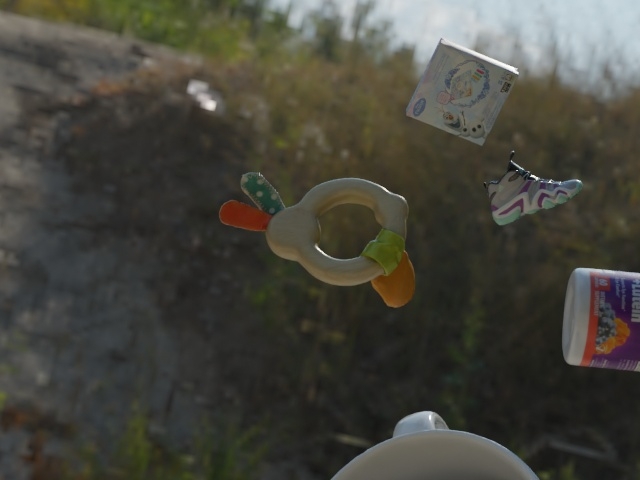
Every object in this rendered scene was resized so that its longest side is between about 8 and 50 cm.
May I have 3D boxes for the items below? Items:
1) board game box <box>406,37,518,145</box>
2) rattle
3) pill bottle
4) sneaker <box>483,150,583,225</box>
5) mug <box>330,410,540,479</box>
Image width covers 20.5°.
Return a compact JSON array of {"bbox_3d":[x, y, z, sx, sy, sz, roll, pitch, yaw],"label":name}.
[{"bbox_3d":[0.149,-0.156,1.867,0.090,0.090,0.020,21,26,-10],"label":"board game box"},{"bbox_3d":[0.000,0.000,1.950,0.200,0.130,0.143,2,-10,11],"label":"rattle"},{"bbox_3d":[0.367,0.091,1.932,0.193,0.108,0.108,5,0,1],"label":"pill bottle"},{"bbox_3d":[0.217,-0.063,1.834,0.098,0.069,0.038,-21,3,5],"label":"sneaker"},{"bbox_3d":[0.148,0.351,1.848,0.276,0.374,0.328,-21,-39,12],"label":"mug"}]
